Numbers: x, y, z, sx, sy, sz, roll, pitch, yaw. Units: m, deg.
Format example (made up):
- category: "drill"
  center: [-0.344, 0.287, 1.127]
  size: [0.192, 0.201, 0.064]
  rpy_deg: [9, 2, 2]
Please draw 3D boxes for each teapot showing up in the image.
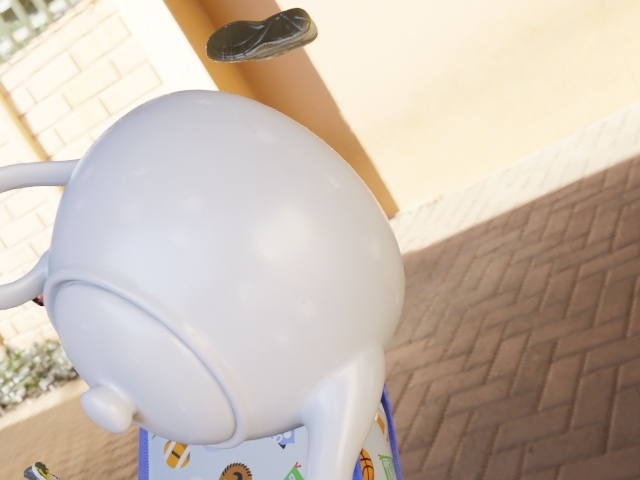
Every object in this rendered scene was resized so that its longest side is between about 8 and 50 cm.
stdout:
- category: "teapot"
  center: [-0.086, 0.040, 0.559]
  size: [0.256, 0.253, 0.187]
  rpy_deg: [-5, 36, 48]

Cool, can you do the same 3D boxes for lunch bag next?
- category: "lunch bag"
  center: [-0.065, 0.290, 1.197]
  size: [0.327, 0.239, 0.386]
  rpy_deg: [-19, 55, 12]

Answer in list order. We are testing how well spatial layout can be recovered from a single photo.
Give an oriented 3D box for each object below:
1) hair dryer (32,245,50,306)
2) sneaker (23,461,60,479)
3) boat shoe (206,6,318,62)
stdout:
- category: "hair dryer"
  center: [-0.305, 0.022, 1.322]
  size: [0.293, 0.080, 0.224]
  rpy_deg: [-19, 52, -10]
- category: "sneaker"
  center: [-0.455, 0.398, 1.440]
  size: [0.035, 0.083, 0.031]
  rpy_deg: [-21, 22, 16]
- category: "boat shoe"
  center: [-0.065, -0.225, 0.993]
  size: [0.135, 0.050, 0.045]
  rpy_deg: [-6, -12, 25]
